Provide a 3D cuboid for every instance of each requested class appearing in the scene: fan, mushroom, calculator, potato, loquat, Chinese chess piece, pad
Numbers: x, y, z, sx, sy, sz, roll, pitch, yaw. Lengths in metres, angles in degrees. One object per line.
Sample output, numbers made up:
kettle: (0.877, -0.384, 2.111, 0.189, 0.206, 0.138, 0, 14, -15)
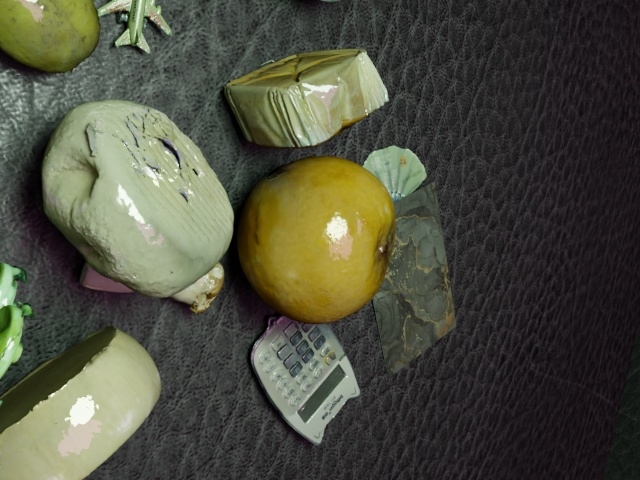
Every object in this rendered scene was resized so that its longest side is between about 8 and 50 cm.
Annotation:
fan: (0.137, -0.123, 1.208, 0.240, 0.009, 0.131, -24, 109, -36)
mushroom: (-0.240, 0.054, 0.862, 0.209, 0.071, 0.084, 14, 118, -39)
calculator: (-0.029, 0.237, 1.092, 0.177, 0.040, 0.268, -44, 122, -29)
potato: (-0.347, -0.308, 0.685, 0.149, 0.113, 0.251, -47, 133, -35)
loquat: (0.000, 0.000, 0.942, 0.263, 0.263, 0.263, -7, 101, -41)
Chinese chess piece: (-0.310, 0.207, 0.700, 0.250, 0.250, 0.103, -41, 104, -30)
pad: (0.198, 0.084, 1.285, 0.248, 0.007, 0.367, -28, 116, -35)

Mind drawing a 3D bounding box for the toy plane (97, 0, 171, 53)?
toy plane: (-0.251, -0.313, 0.812, 0.102, 0.040, 0.111, 1, 95, -43)

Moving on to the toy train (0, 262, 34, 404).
toy train: (-0.403, 0.104, 0.598, 0.159, 0.272, 0.188, 31, 91, -37)

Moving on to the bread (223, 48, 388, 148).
bread: (-0.022, -0.217, 0.919, 0.192, 0.210, 0.109, -37, 124, -32)

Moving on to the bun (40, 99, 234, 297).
bun: (-0.234, -0.053, 0.769, 0.273, 0.168, 0.272, 47, 25, -30)
